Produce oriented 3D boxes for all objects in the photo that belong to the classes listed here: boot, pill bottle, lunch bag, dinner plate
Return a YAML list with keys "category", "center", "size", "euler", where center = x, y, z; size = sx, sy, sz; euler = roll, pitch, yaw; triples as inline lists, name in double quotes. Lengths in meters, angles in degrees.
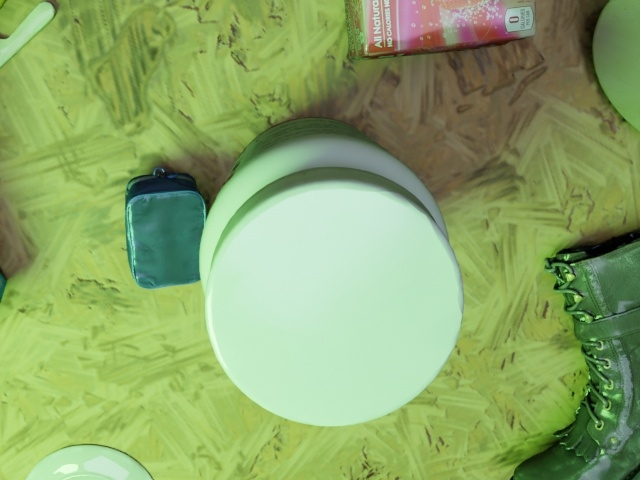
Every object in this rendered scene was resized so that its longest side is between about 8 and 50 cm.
- category: "boot"
  center: [0.267, 0.114, 0.620]
  size: [0.262, 0.091, 0.229]
  euler: [-26, 99, -1]
- category: "pill bottle"
  center: [0.000, 0.000, 0.461]
  size: [0.160, 0.283, 0.161]
  euler: [-1, 104, -3]
- category: "lunch bag"
  center: [-0.136, -0.015, 0.561]
  size: [0.067, 0.065, 0.099]
  euler: [-4, 111, -17]
- category: "dinner plate"
  center: [-0.236, 0.274, 0.656]
  size: [0.141, 0.017, 0.141]
  euler: [-1, 106, -4]

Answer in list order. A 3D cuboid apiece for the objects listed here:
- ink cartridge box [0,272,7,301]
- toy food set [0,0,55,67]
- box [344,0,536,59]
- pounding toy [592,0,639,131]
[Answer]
- category: "ink cartridge box"
  center: [-0.381, 0.011, 0.511]
  size: [0.148, 0.086, 0.203]
  euler: [-22, 125, 3]
- category: "toy food set"
  center: [-0.315, -0.231, 0.492]
  size: [0.128, 0.071, 0.218]
  euler: [-32, 104, 5]
- category: "box"
  center: [0.075, -0.271, 0.479]
  size: [0.128, 0.123, 0.257]
  euler: [-6, 105, -1]
- category: "pounding toy"
  center: [0.313, -0.185, 0.512]
  size: [0.110, 0.183, 0.237]
  euler: [-45, 100, -18]
